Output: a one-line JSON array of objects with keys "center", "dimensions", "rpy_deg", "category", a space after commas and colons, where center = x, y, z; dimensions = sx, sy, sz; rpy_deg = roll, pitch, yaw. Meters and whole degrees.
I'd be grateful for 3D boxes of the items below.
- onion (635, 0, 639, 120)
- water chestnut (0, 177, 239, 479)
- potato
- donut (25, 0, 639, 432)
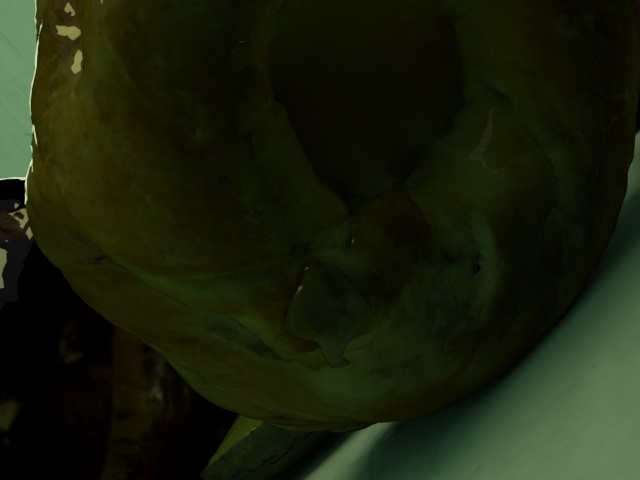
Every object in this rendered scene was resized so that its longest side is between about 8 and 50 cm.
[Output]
[{"center": [0.206, -0.152, 1.195], "dimensions": [0.177, 0.153, 0.177], "rpy_deg": [-42, 1, 1], "category": "onion"}, {"center": [-0.157, 0.103, 1.325], "dimensions": [0.300, 0.300, 0.300], "rpy_deg": [-41, 7, 6], "category": "water chestnut"}, {"center": [0.005, 0.084, 1.221], "dimensions": [0.119, 0.054, 0.198], "rpy_deg": [-32, 16, 52], "category": "potato"}, {"center": [0.009, -0.072, 1.038], "dimensions": [0.360, 0.360, 0.170], "rpy_deg": [-44, 21, -24], "category": "donut"}]
